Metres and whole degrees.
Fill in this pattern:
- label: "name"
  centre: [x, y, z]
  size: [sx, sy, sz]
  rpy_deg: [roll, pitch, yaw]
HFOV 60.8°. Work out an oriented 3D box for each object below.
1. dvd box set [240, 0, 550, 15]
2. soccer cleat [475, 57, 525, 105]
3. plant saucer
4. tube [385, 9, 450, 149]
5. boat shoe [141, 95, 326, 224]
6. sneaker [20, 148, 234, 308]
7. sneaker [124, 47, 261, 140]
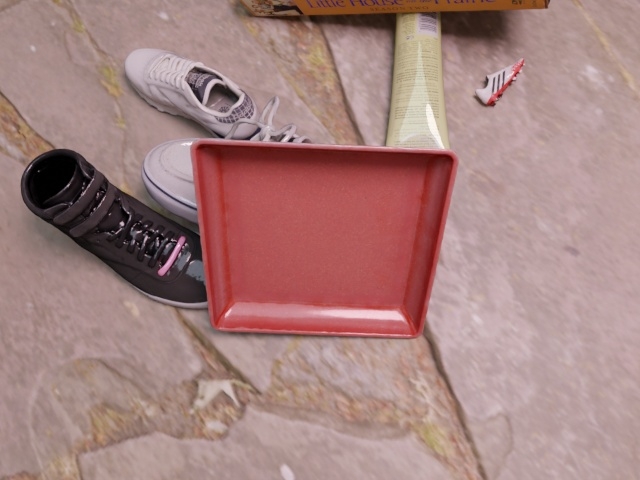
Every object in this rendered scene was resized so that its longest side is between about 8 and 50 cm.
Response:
- label: "dvd box set"
  centre: [0.104, -0.460, 0.726]
  size: [0.420, 0.062, 0.307]
  rpy_deg: [10, 87, 24]
- label: "soccer cleat"
  centre: [0.246, -0.222, 0.745]
  size: [0.035, 0.029, 0.083]
  rpy_deg: [39, 85, 10]
- label: "plant saucer"
  centre: [0.000, 0.000, 0.608]
  size: [0.259, 0.258, 0.048]
  rpy_deg: [2, 36, -1]
- label: "tube"
  centre: [0.131, -0.210, 0.742]
  size: [0.062, 0.070, 0.240]
  rpy_deg: [11, 75, -37]
- label: "boat shoe"
  centre: [-0.043, -0.087, 0.646]
  size: [0.367, 0.156, 0.136]
  rpy_deg: [13, 56, 6]
- label: "sneaker"
  centre: [-0.241, -0.010, 0.668]
  size: [0.296, 0.147, 0.104]
  rpy_deg: [28, 76, 11]
- label: "sneaker"
  centre: [-0.180, -0.216, 0.750]
  size: [0.235, 0.095, 0.090]
  rpy_deg: [29, 80, 14]
